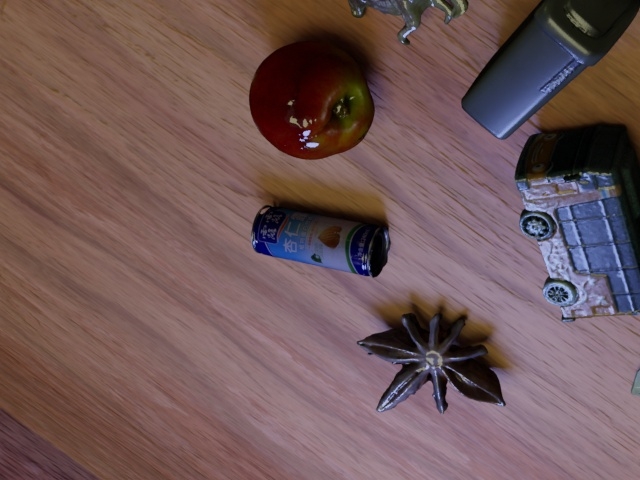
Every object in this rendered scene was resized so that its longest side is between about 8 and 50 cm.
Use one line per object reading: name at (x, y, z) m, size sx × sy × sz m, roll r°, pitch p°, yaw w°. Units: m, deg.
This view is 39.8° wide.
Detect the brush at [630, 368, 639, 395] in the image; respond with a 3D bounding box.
brush at (0.551, 0.205, 1.478) m, size 0.033 × 0.030 × 0.178 m, roll 10°, pitch 141°, yaw 14°

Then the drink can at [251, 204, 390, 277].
drink can at (0.000, 0.000, 1.584) m, size 0.235 × 0.097 × 0.097 m, roll 12°, pitch 131°, yaw 22°

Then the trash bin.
trash bin at (0.298, -0.255, 1.141) m, size 0.101 × 0.176 × 0.236 m, roll 39°, pitch 138°, yaw -4°

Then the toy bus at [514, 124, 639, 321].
toy bus at (0.397, -0.025, 1.300) m, size 0.167 × 0.138 × 0.275 m, roll -8°, pitch 123°, yaw 33°

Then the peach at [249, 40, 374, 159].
peach at (-0.023, -0.215, 1.367) m, size 0.198 × 0.197 × 0.197 m, roll 16°, pitch 132°, yaw 19°

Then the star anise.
star anise at (0.200, 0.224, 1.641) m, size 0.258 × 0.110 × 0.198 m, roll -9°, pitch 97°, yaw 17°

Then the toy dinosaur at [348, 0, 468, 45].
toy dinosaur at (0.138, -0.370, 1.208) m, size 0.162 × 0.077 × 0.294 m, roll 44°, pitch 136°, yaw -8°
